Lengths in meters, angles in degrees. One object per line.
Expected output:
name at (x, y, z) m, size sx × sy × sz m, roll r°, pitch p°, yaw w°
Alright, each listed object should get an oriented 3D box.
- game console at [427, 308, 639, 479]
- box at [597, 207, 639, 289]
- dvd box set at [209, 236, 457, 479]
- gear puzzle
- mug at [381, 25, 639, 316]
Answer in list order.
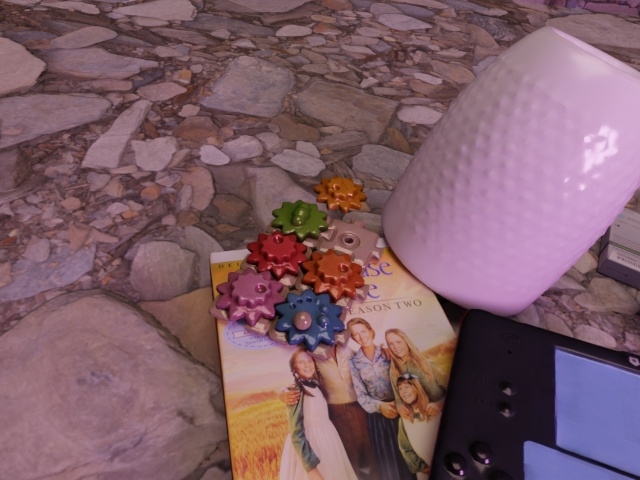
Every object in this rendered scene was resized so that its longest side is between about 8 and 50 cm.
game console at (0.300, 0.235, 0.406) m, size 0.386 × 0.060 × 0.342 m, roll 17°, pitch 45°, yaw 16°
box at (0.592, 0.021, 0.809) m, size 0.145 × 0.038 × 0.186 m, roll 26°, pitch 47°, yaw 16°
dvd box set at (0.036, 0.169, 0.540) m, size 0.307 × 0.062 × 0.421 m, roll -4°, pitch 46°, yaw -15°
gear puzzle at (0.000, 0.000, 0.627) m, size 0.175 × 0.044 × 0.339 m, roll 20°, pitch 45°, yaw 9°
mug at (0.292, -0.128, 0.666) m, size 0.276 × 0.328 × 0.374 m, roll 26°, pitch 37°, yaw -2°
